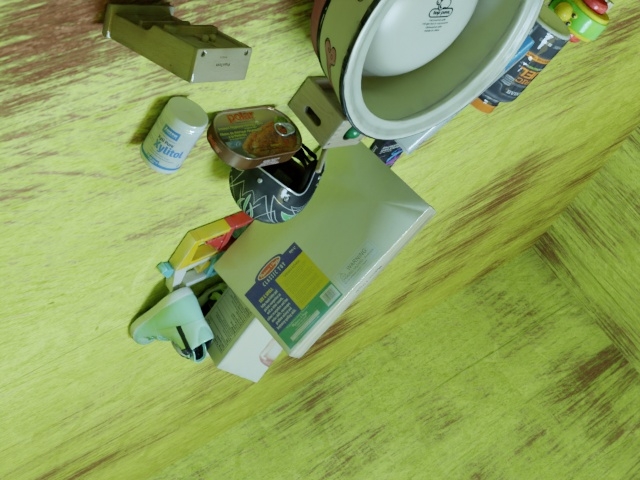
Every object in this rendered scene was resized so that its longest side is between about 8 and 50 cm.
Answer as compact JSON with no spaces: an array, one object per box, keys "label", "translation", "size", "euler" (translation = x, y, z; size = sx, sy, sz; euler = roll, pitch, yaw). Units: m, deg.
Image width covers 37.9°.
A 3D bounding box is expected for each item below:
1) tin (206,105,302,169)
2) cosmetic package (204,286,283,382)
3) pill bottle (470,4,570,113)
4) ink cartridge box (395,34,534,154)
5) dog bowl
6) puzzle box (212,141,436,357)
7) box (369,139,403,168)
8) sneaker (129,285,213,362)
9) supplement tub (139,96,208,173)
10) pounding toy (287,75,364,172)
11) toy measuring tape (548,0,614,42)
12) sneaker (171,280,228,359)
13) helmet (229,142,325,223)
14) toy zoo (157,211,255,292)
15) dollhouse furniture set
[{"label":"tin","translation":[-0.111,-0.175,1.575],"size":[0.189,0.106,0.040],"euler":[-16,160,-48]},{"label":"cosmetic package","translation":[-0.121,0.142,2.036],"size":[0.129,0.153,0.296],"euler":[30,104,-39]},{"label":"pill bottle","translation":[0.411,-0.389,2.012],"size":[0.130,0.130,0.246],"euler":[-16,153,-50]},{"label":"ink cartridge box","translation":[0.246,-0.313,1.801],"size":[0.307,0.129,0.223],"euler":[-41,179,9]},{"label":"dog bowl","translation":[0.160,-0.361,1.471],"size":[0.408,0.150,0.408],"euler":[-29,150,-18]},{"label":"puzzle box","translation":[0.000,0.000,1.880],"size":[0.409,0.272,0.052],"euler":[-47,154,7]},{"label":"box","translation":[0.146,-0.199,2.139],"size":[0.116,0.029,0.162],"euler":[-21,154,-43]},{"label":"sneaker","translation":[-0.324,0.215,2.026],"size":[0.094,0.151,0.256],"euler":[-23,170,-40]},{"label":"supplement tub","translation":[-0.227,-0.161,1.438],"size":[0.071,0.071,0.107],"euler":[-16,152,-49]},{"label":"pounding toy","translation":[0.019,-0.210,1.674],"size":[0.130,0.141,0.100],"euler":[-15,152,-51]},{"label":"toy measuring tape","translation":[0.628,-0.514,2.148],"size":[0.330,0.121,0.121],"euler":[-15,152,-51]},{"label":"sneaker","translation":[-0.179,0.143,2.179],"size":[0.384,0.145,0.147],"euler":[-36,162,-12]},{"label":"helmet","translation":[-0.087,-0.109,1.691],"size":[0.161,0.169,0.169],"euler":[-49,168,-24]},{"label":"toy zoo","translation":[-0.216,0.016,1.968],"size":[0.293,0.030,0.192],"euler":[-24,158,-39]},{"label":"dollhouse furniture set","translation":[-0.151,-0.334,1.120],"size":[0.212,0.161,0.242],"euler":[-15,130,-51]}]
